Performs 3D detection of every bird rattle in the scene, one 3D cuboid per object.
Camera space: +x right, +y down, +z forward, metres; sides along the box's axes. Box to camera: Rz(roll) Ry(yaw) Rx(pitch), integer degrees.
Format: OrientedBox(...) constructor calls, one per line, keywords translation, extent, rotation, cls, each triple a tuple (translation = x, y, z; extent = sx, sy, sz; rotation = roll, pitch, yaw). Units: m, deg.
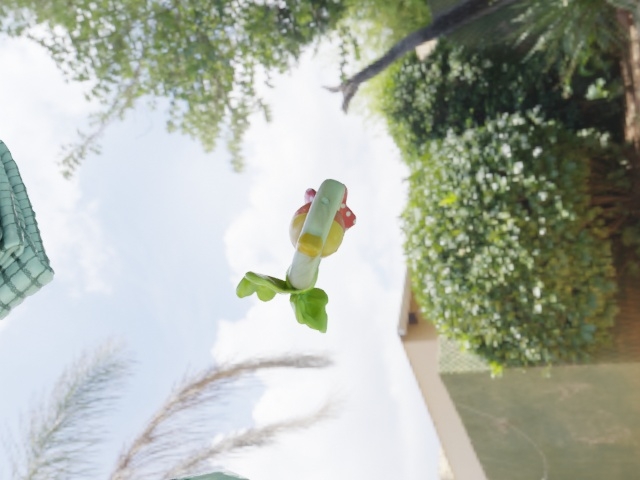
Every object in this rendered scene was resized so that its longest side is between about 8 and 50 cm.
OrientedBox(translation=(0.000, 0.000, 1.166), extent=(0.253, 0.143, 0.207), rotation=(-58, -6, -34), cls="bird rattle")

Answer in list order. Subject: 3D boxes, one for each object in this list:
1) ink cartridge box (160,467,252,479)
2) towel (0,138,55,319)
OrientedBox(translation=(-0.139, 0.306, 0.719), extent=(0.219, 0.092, 0.160), rotation=(15, -88, -59), cls="ink cartridge box")
OrientedBox(translation=(-0.401, 0.003, 0.757), extent=(0.121, 0.235, 0.284), rotation=(52, 180, -43), cls="towel")
